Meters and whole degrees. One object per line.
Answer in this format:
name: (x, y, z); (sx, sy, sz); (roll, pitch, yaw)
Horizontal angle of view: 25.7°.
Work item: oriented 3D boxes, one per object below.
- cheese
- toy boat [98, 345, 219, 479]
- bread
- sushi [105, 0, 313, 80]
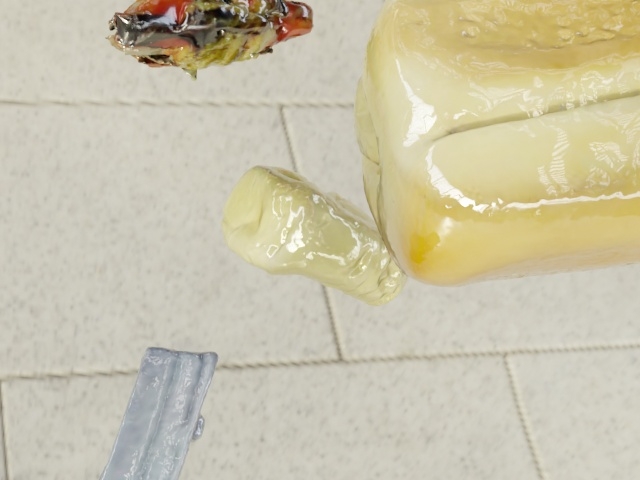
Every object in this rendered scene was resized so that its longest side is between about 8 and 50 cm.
cheese: (0.000, 0.000, 1.638); (0.214, 0.117, 0.226); (22, 7, -39)
toy boat: (-0.163, 0.229, 1.260); (0.078, 0.127, 0.282); (20, 77, -7)
bread: (0.221, -0.111, 1.307); (0.376, 0.253, 0.348); (-10, 52, 2)
sushi: (-0.117, -0.224, 1.457); (0.226, 0.097, 0.103); (-5, 49, -21)
